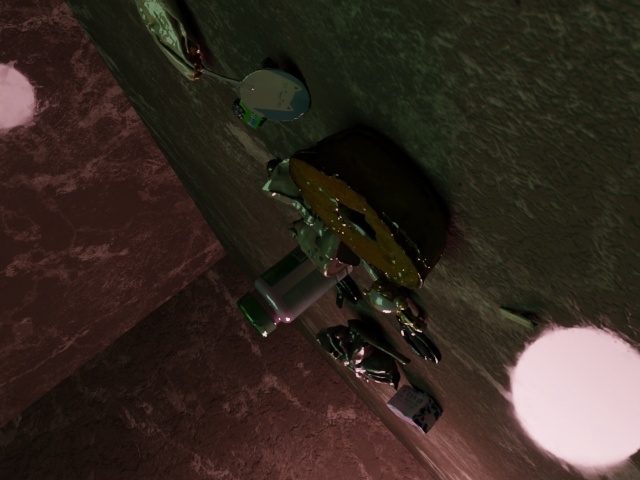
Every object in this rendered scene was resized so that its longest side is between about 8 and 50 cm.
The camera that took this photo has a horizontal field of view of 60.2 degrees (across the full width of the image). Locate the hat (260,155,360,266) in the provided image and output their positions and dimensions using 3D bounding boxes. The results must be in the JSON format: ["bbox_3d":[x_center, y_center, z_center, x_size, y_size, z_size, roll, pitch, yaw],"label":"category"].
[{"bbox_3d":[0.016,-0.066,1.064,0.214,0.149,0.245,45,-158,23],"label":"hat"}]

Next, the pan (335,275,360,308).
[{"bbox_3d":[0.059,0.135,1.520,0.136,0.028,0.235,47,163,19],"label":"pan"}]

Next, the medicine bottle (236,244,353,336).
[{"bbox_3d":[-0.063,0.103,1.305,0.133,0.274,0.133,47,165,16],"label":"medicine bottle"}]

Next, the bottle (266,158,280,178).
[{"bbox_3d":[-0.093,-0.143,1.264,0.063,0.047,0.101,10,141,28],"label":"bottle"}]

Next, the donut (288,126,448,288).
[{"bbox_3d":[0.080,-0.051,0.821,0.272,0.107,0.272,45,169,11],"label":"donut"}]

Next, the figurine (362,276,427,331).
[{"bbox_3d":[0.155,0.131,1.127,0.143,0.068,0.101,40,-177,-37],"label":"figurine"}]

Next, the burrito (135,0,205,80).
[{"bbox_3d":[-0.334,-0.486,1.070,0.117,0.076,0.392,32,156,52],"label":"burrito"}]

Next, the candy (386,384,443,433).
[{"bbox_3d":[0.274,0.485,1.603,0.073,0.092,0.160,49,166,-15],"label":"candy"}]

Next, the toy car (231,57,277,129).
[{"bbox_3d":[-0.105,-0.250,0.963,0.062,0.071,0.165,42,166,-7],"label":"toy car"}]

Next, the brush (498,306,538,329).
[{"bbox_3d":[0.274,0.106,0.768,0.016,0.013,0.083,59,173,-10],"label":"brush"}]

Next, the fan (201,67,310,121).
[{"bbox_3d":[-0.101,-0.238,0.870,0.175,0.005,0.113,16,148,-15],"label":"fan"}]

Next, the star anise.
[{"bbox_3d":[0.137,0.318,1.588,0.359,0.139,0.316,22,159,35],"label":"star anise"}]

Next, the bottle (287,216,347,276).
[{"bbox_3d":[0.000,-0.001,1.223,0.152,0.099,0.099,47,166,27],"label":"bottle"}]

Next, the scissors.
[{"bbox_3d":[0.171,0.155,1.220,0.300,0.022,0.109,56,162,-15],"label":"scissors"}]
